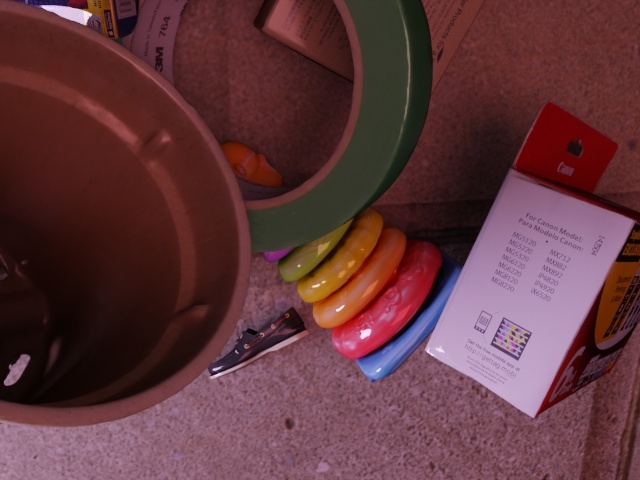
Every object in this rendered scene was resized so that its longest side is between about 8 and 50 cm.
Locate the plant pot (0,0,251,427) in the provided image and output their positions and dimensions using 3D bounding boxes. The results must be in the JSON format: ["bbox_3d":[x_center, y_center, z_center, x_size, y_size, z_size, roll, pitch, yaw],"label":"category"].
[{"bbox_3d":[-0.280,0.026,0.602,0.334,0.333,0.305,36,136,-22],"label":"plant pot"}]

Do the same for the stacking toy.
[{"bbox_3d":[0.000,0.000,0.779,0.302,0.175,0.165,41,93,-11],"label":"stacking toy"}]

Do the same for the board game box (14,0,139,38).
[{"bbox_3d":[-0.254,-0.280,0.610,0.194,0.060,0.194,9,118,20],"label":"board game box"}]

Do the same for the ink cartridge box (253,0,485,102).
[{"bbox_3d":[0.070,-0.276,0.715,0.193,0.088,0.234,25,103,-21],"label":"ink cartridge box"}]

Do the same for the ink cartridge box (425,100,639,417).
[{"bbox_3d":[0.282,0.019,0.763,0.310,0.130,0.271,1,115,-56],"label":"ink cartridge box"}]

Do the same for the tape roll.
[{"bbox_3d":[-0.062,-0.152,0.647,0.322,0.077,0.321,7,108,21],"label":"tape roll"}]

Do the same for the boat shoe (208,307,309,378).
[{"bbox_3d":[-0.080,0.126,0.852,0.133,0.049,0.042,-29,85,6],"label":"boat shoe"}]
